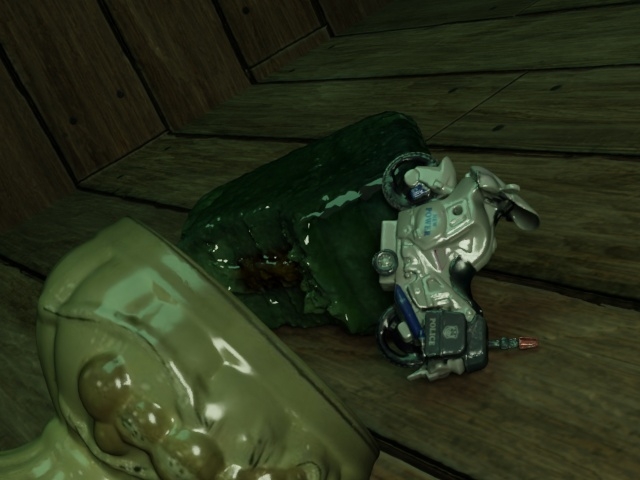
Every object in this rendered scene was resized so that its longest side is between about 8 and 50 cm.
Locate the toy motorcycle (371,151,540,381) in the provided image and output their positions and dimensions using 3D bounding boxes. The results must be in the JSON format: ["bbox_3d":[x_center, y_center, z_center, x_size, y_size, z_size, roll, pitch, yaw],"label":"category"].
[{"bbox_3d":[0.126,0.021,0.958,0.150,0.221,0.102,1,-18,10],"label":"toy motorcycle"}]

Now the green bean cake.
[{"bbox_3d":[0.000,0.000,1.184,0.307,0.169,0.300,-23,19,9],"label":"green bean cake"}]

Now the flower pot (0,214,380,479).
[{"bbox_3d":[-0.129,0.161,0.799,0.244,0.307,0.307,-48,25,-10],"label":"flower pot"}]
